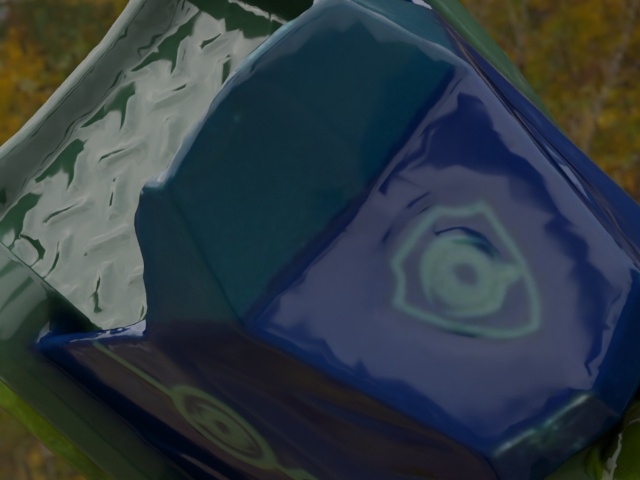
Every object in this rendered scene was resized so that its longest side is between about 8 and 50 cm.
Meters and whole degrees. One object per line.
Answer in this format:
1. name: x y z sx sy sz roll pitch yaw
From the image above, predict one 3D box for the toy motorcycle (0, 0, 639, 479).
1. toy motorcycle: 0.000 0.000 0.508 0.191 0.200 0.326 -49 37 -9
